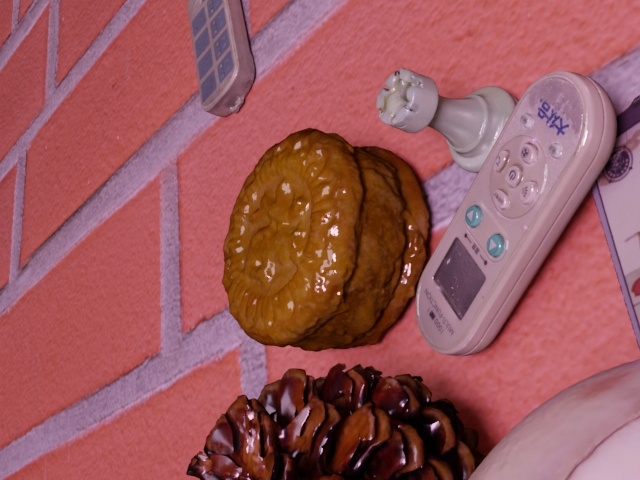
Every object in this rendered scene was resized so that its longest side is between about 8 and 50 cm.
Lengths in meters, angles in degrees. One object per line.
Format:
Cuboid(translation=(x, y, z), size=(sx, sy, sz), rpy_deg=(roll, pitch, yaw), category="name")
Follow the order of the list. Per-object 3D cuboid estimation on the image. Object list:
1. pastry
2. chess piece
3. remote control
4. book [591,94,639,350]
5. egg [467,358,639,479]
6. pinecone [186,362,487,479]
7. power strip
Cuboid(translation=(0.000, 0.000, 0.785), size=(0.189, 0.103, 0.188), rpy_deg=(-25, 58, 48), category="pastry")
Cuboid(translation=(0.092, -0.091, 0.687), size=(0.067, 0.103, 0.067), rpy_deg=(-24, 59, 49), category="chess piece")
Cuboid(translation=(0.130, -0.013, 0.643), size=(0.221, 0.042, 0.078), rpy_deg=(-65, 34, 30), category="remote control")
Cuboid(translation=(0.234, -0.001, 0.526), size=(0.157, 0.026, 0.231), rpy_deg=(-38, 49, 42), category="book")
Cuboid(translation=(0.145, 0.158, 0.454), size=(0.162, 0.207, 0.270), rpy_deg=(-147, 75, -79), category="egg")
Cuboid(translation=(0.007, 0.180, 0.624), size=(0.221, 0.222, 0.221), rpy_deg=(-24, 59, 49), category="pinecone")
Cuboid(translation=(-0.120, -0.241, 1.104), size=(0.080, 0.029, 0.226), rpy_deg=(-43, 46, 38), category="power strip")
